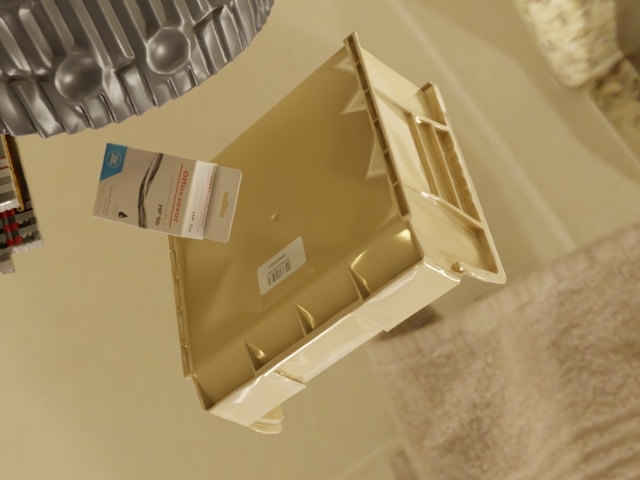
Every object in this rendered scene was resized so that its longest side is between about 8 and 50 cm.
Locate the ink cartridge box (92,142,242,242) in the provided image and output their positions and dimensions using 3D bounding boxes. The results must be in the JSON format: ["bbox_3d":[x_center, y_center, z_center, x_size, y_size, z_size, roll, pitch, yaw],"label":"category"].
[{"bbox_3d":[-0.094,-0.029,0.667,0.028,0.083,0.048,6,95,-67],"label":"ink cartridge box"}]

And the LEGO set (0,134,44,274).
[{"bbox_3d":[-0.357,-0.069,0.869,0.255,0.192,0.331,-14,157,-15],"label":"LEGO set"}]

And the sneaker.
[{"bbox_3d":[-0.181,-0.098,0.491,0.319,0.131,0.112,-21,126,-16],"label":"sneaker"}]

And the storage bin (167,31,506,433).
[{"bbox_3d":[0.000,0.000,0.966,0.262,0.260,0.123,-37,135,26],"label":"storage bin"}]
